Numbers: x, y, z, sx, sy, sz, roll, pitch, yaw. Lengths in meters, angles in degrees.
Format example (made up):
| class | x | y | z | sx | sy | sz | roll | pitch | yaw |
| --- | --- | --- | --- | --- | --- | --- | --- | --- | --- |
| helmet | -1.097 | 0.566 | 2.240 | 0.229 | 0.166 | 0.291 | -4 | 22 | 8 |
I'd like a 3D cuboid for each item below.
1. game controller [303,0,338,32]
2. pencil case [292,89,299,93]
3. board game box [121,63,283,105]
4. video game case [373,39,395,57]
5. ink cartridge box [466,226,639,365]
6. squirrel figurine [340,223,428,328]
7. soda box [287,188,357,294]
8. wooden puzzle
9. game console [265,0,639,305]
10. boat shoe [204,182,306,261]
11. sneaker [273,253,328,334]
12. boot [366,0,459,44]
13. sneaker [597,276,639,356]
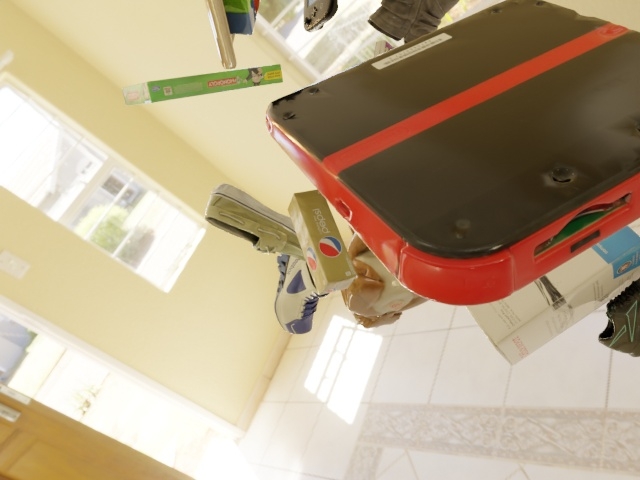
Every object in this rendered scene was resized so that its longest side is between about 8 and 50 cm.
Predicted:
| class | x | y | z | sx | sy | sz | roll | pitch | yaw |
| --- | --- | --- | --- | --- | --- | --- | --- | --- | --- |
| game controller | 0.004 | -0.761 | 1.476 | 0.166 | 0.067 | 0.318 | 175 | 98 | -68 |
| pencil case | 0.037 | -0.280 | 1.323 | 0.124 | 0.284 | 0.124 | -20 | 64 | 51 |
| board game box | -0.278 | -0.365 | 1.226 | 0.318 | 0.046 | 0.214 | -19 | 21 | -29 |
| video game case | 0.241 | -0.501 | 1.694 | 0.042 | 0.232 | 0.210 | 5 | 85 | 38 |
| ink cartridge box | 0.569 | 0.116 | 1.295 | 0.395 | 0.285 | 0.166 | -38 | 56 | 8 |
| squirrel figurine | 0.154 | 0.041 | 1.530 | 0.397 | 0.281 | 0.370 | 95 | 162 | -58 |
| soda box | 0.000 | 0.000 | 0.926 | 0.061 | 0.058 | 0.181 | 118 | 134 | -58 |
| wooden puzzle | -0.145 | -0.523 | 0.877 | 0.322 | 0.081 | 0.347 | 85 | -173 | -63 |
| game console | 0.176 | -0.125 | 0.529 | 0.387 | 0.060 | 0.342 | -27 | 45 | -13 |
| boat shoe | -0.127 | -0.017 | 1.198 | 0.109 | 0.302 | 0.094 | -29 | 36 | 61 |
| sneaker | -0.039 | 0.157 | 1.590 | 0.182 | 0.315 | 0.128 | 18 | 27 | 42 |
| boot | 0.168 | -0.586 | 1.188 | 0.222 | 0.338 | 0.118 | -52 | 24 | 32 |
| sneaker | 0.763 | 0.161 | 1.263 | 0.101 | 0.106 | 0.267 | -45 | -34 | -66 |
